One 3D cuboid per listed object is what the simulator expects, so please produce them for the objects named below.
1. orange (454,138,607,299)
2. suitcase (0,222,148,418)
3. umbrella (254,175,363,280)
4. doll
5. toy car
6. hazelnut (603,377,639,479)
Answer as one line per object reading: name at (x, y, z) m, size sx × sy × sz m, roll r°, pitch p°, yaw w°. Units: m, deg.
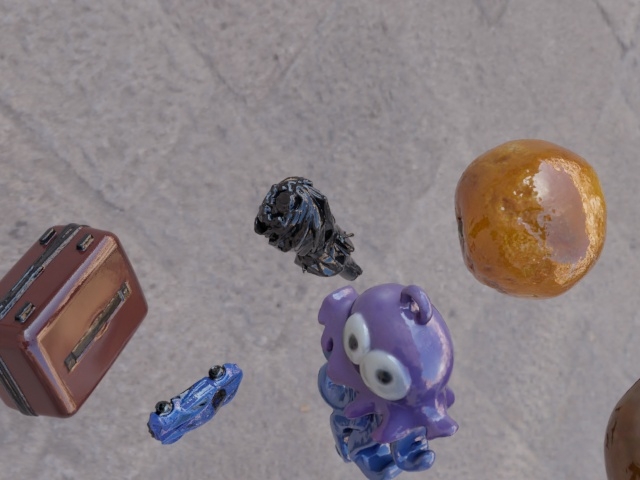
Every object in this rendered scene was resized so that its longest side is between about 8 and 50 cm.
orange at (0.336, -0.035, 1.412) m, size 0.261 × 0.261 × 0.261 m, roll 6°, pitch 81°, yaw -43°
suitcase at (-0.443, 0.136, 1.500) m, size 0.297 × 0.161 × 0.236 m, roll -61°, pitch 148°, yaw -42°
umbrella at (0.000, 0.000, 1.344) m, size 0.340 × 0.118 × 0.118 m, roll 41°, pitch 55°, yaw -64°
doll at (0.035, 0.090, 0.523) m, size 0.067 × 0.206 × 0.110 m, roll -27°, pitch 60°, yaw -27°
toy car at (-0.237, 0.321, 1.709) m, size 0.216 × 0.063 × 0.103 m, roll -32°, pitch 147°, yaw -21°
hazelnut at (0.334, 0.189, 0.688) m, size 0.210 × 0.210 × 0.186 m, roll 50°, pitch 27°, yaw -28°
